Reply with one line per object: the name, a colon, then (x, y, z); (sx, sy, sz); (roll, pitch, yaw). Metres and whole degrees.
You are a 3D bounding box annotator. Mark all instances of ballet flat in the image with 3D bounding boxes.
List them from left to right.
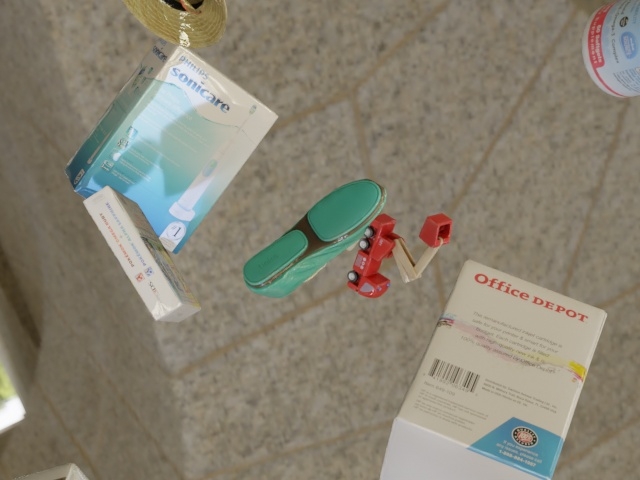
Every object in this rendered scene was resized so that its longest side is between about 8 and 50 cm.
ballet flat: (0.000, 0.000, 1.754); (0.247, 0.087, 0.083); (-36, -122, 9)

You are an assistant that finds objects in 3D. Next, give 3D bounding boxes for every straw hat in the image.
straw hat: (-0.143, -0.275, 1.272); (0.145, 0.144, 0.061); (9, -127, 31)

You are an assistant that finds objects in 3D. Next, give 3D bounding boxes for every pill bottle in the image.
pill bottle: (0.309, -0.176, 1.030); (0.087, 0.087, 0.160); (-36, -165, -30)

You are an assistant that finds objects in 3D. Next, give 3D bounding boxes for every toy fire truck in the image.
toy fire truck: (0.128, 0.025, 1.985); (0.135, 0.192, 0.047); (32, -152, 28)

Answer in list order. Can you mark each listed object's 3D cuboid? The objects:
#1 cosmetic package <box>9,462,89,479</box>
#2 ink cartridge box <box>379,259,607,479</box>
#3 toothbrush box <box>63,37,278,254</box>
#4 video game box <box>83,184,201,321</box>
cosmetic package: (-0.166, 0.250, 0.668); (0.151, 0.183, 0.151); (-20, -145, 17)
ink cartridge box: (0.221, 0.206, 1.555); (0.198, 0.197, 0.270); (21, -127, 11)
toothbrush box: (-0.250, -0.163, 2.009); (0.295, 0.216, 0.126); (-54, -152, 6)
video game box: (-0.240, 0.024, 1.653); (0.048, 0.187, 0.205); (-34, 175, -1)
